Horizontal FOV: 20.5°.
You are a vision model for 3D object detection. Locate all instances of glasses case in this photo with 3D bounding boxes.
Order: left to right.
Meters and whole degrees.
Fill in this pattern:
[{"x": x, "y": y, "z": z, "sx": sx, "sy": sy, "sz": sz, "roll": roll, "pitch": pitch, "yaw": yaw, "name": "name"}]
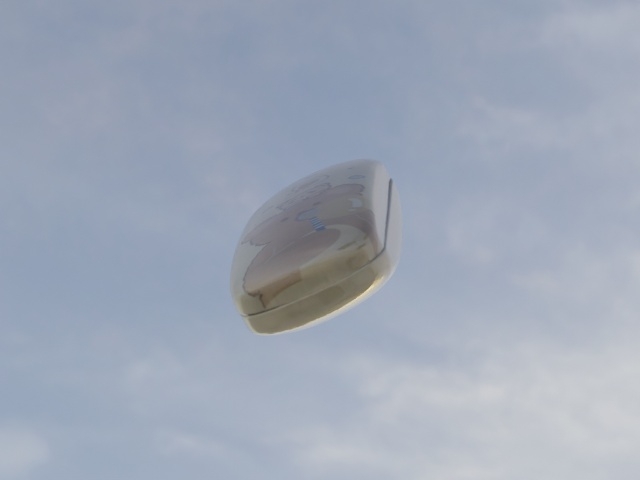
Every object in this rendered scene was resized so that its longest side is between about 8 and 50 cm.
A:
[{"x": 0.000, "y": 0.000, "z": 0.895, "sx": 0.081, "sy": 0.204, "sz": 0.051, "roll": -26, "pitch": -79, "yaw": 8, "name": "glasses case"}]
